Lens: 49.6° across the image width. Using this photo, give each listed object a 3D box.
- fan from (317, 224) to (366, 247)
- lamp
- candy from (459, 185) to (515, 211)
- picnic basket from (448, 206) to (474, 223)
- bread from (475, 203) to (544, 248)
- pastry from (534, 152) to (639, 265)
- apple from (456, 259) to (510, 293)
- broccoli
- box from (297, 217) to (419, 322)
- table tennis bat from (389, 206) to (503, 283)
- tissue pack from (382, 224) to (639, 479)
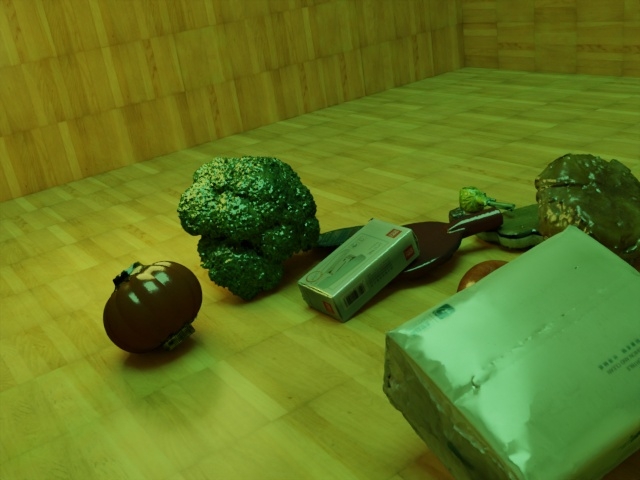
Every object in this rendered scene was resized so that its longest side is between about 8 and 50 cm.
[{"bbox_3d":[0.020,0.001,1.855,0.294,0.012,0.223,-16,12,-17],"label":"fan"},{"bbox_3d":[-0.355,0.140,1.472,0.223,0.196,0.223,-40,0,0],"label":"lamp"},{"bbox_3d":[0.454,-0.103,1.871,0.077,0.073,0.262,9,6,-16],"label":"candy"},{"bbox_3d":[0.388,-0.059,1.847,0.083,0.072,0.072,-9,22,1],"label":"picnic basket"},{"bbox_3d":[0.540,-0.035,1.745,0.286,0.056,0.207,-14,22,-5],"label":"bread"},{"bbox_3d":[0.620,-0.059,1.587,0.255,0.162,0.311,8,48,-1],"label":"pastry"},{"bbox_3d":[0.342,0.114,1.339,0.163,0.163,0.139,-17,7,-20],"label":"apple"},{"bbox_3d":[-0.172,-0.061,1.740,0.321,0.310,0.413,-26,58,-1],"label":"broccoli"},{"bbox_3d":[0.089,0.061,1.573,0.269,0.079,0.135,-39,34,-24],"label":"box"},{"bbox_3d":[0.248,0.007,1.701,0.414,0.051,0.268,-20,22,-4],"label":"table tennis bat"},{"bbox_3d":[0.317,0.185,0.977,0.380,0.207,0.297,-28,52,-22],"label":"tissue pack"}]
